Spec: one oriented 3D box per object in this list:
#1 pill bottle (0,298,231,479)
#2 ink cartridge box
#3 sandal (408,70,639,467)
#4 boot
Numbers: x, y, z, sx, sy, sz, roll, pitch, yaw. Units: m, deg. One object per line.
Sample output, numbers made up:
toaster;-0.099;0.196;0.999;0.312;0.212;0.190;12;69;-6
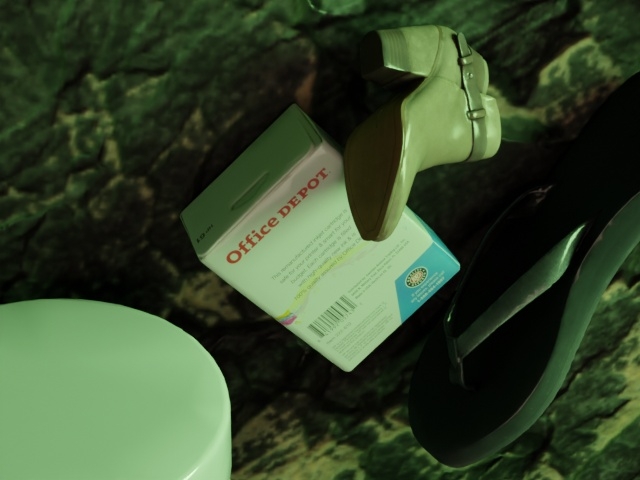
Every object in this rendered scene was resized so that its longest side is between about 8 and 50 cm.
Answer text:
pill bottle;-0.135;0.225;0.663;0.210;0.210;0.363;-7;123;-16
ink cartridge box;0.000;0.000;0.666;0.088;0.052;0.122;-43;126;9
sandal;0.120;0.008;0.697;0.054;0.097;0.254;28;98;-34
boot;0.056;-0.053;0.628;0.087;0.042;0.118;11;79;-42
